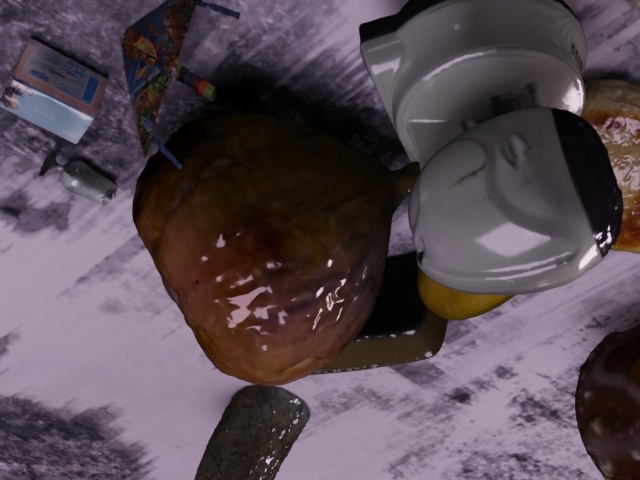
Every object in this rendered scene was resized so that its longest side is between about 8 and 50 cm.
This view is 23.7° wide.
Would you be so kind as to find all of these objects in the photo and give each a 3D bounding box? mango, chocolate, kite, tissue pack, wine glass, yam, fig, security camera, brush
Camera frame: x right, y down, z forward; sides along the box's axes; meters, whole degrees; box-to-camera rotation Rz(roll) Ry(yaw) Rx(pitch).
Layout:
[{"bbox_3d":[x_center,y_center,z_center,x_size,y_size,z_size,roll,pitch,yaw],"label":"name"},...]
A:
[{"bbox_3d":[0.163,0.029,1.545,0.137,0.091,0.237,-29,168,-1],"label":"mango"},{"bbox_3d":[0.418,0.211,1.676,0.340,0.225,0.210,40,147,-28],"label":"chocolate"},{"bbox_3d":[-0.146,-0.168,1.462,0.010,0.183,0.160,7,-161,-46],"label":"kite"},{"bbox_3d":[-0.270,-0.151,1.544,0.094,0.074,0.059,28,132,-15],"label":"tissue pack"},{"bbox_3d":[-0.263,-0.071,1.668,0.083,0.042,0.039,29,177,-22],"label":"wine glass"},{"bbox_3d":[-0.098,0.278,1.946,0.107,0.183,0.107,21,153,11],"label":"yam"},{"bbox_3d":[0.008,-0.018,1.543,0.369,0.286,0.286,-20,139,-8],"label":"fig"},{"bbox_3d":[0.157,-0.077,1.320,0.191,0.277,0.197,-15,142,10],"label":"security camera"},{"bbox_3d":[0.045,0.082,1.692,0.197,0.123,0.059,-10,132,25],"label":"brush"}]

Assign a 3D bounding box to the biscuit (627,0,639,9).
[{"bbox_3d":[0.165,-0.349,1.125,0.078,0.144,0.426,-22,130,34],"label":"biscuit"}]

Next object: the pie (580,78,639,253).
[{"bbox_3d":[0.299,-0.062,1.476,0.205,0.084,0.179,24,140,-8],"label":"pie"}]
